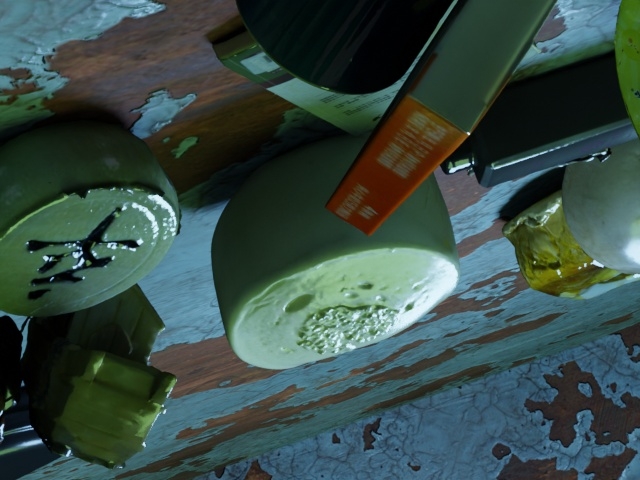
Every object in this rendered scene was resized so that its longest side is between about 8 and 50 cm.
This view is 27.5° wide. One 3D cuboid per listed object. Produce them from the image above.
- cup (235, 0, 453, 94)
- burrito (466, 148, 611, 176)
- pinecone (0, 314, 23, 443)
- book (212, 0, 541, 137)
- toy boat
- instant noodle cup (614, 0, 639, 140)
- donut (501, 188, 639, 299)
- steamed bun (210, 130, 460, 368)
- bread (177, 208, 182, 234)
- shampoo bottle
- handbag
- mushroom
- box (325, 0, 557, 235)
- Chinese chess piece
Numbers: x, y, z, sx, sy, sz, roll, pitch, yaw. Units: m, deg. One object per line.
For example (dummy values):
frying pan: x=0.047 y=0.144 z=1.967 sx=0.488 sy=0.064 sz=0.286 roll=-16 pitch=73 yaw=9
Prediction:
cup: x=0.047 y=-0.196 z=0.810 sx=0.176 sy=0.131 sz=0.155 roll=-45 pitch=179 yaw=-38
burrito: x=0.242 y=-0.098 z=1.443 sx=0.171 sy=0.042 sz=0.051 roll=-14 pitch=-148 yaw=37
pinecone: x=-0.390 y=0.137 z=1.216 sx=0.224 sy=0.224 sz=0.272 roll=-22 pitch=176 yaw=7
book: x=0.059 y=-0.160 z=1.094 sx=0.201 sy=0.026 sz=0.289 roll=-24 pitch=164 yaw=18
toy boat: x=-0.209 y=0.110 z=1.261 sx=0.136 sy=0.162 sz=0.445 roll=21 pitch=178 yaw=-15
instant noodle cup: x=0.419 y=-0.160 z=1.150 sx=0.200 sy=0.264 sz=0.264 roll=-23 pitch=167 yaw=-23
donut: x=0.421 y=-0.020 z=1.777 sx=0.330 sy=0.160 sz=0.330 roll=-21 pitch=173 yaw=-3
steamed bun: x=0.000 y=0.000 z=1.274 sx=0.250 sy=0.200 sz=0.155 roll=-25 pitch=140 yaw=16
bread: x=-0.221 y=0.001 z=1.258 sx=0.154 sy=0.054 sz=0.136 roll=-6 pitch=161 yaw=-23
shampoo bottle: x=0.238 y=-0.122 z=1.343 sx=0.246 sy=0.079 sz=0.080 roll=-18 pitch=164 yaw=-5
handbag: x=-0.490 y=0.299 z=1.884 sx=0.308 sy=0.093 sz=0.253 roll=-28 pitch=164 yaw=29
mushroom: x=0.390 y=-0.070 z=1.543 sx=0.226 sy=0.226 sz=0.178 roll=-18 pitch=-153 yaw=-7
box: x=0.109 y=-0.143 z=0.840 sx=0.265 sy=0.048 sz=0.273 roll=-57 pitch=-179 yaw=-14
Chinese chess piece: x=-0.210 y=-0.014 z=1.086 sx=0.188 sy=0.083 sz=0.188 roll=-22 pitch=150 yaw=-14
